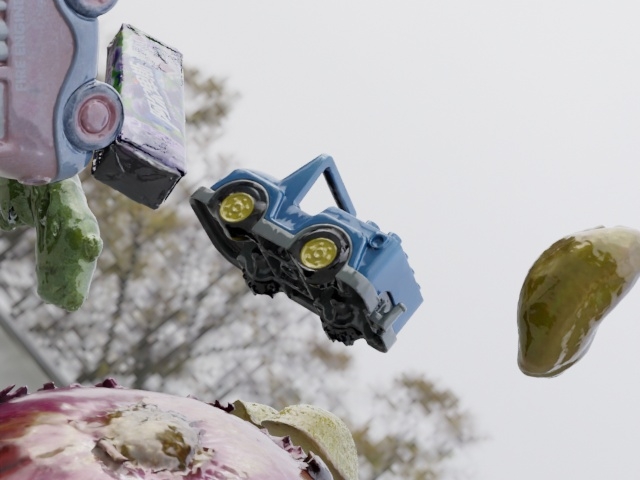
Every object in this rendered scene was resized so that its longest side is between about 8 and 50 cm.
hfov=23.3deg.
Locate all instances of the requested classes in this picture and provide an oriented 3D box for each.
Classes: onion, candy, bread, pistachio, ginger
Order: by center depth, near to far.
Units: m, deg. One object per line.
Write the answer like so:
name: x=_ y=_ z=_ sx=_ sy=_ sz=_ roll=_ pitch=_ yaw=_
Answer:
onion: x=-0.137 y=0.275 z=1.179 sx=0.358 sy=0.358 sz=0.345 roll=-171 pitch=-109 yaw=-67
bread: x=-0.027 y=0.210 z=1.565 sx=0.149 sy=0.065 sz=0.187 roll=2 pitch=-37 yaw=34
pistachio: x=0.251 y=0.053 z=1.584 sx=0.100 sy=0.189 sz=0.110 roll=47 pitch=18 yaw=30
candy: x=-0.195 y=-0.144 z=1.708 sx=0.088 sy=0.061 sz=0.312 roll=30 pitch=25 yaw=-21
ginger: x=-0.364 y=-0.039 z=2.045 sx=0.290 sy=0.137 sz=0.089 roll=53 pitch=11 yaw=26

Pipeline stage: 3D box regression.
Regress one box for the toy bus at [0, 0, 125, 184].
toy bus: x=-0.340 y=-0.194 z=1.535 sx=0.197 sy=0.232 sz=0.294 roll=23 pitch=-64 yaw=46

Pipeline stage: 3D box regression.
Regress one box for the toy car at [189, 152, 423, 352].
toy car: x=0.000 y=0.000 z=1.164 sx=0.191 sy=0.100 sz=0.097 roll=28 pitch=-22 yaw=32
